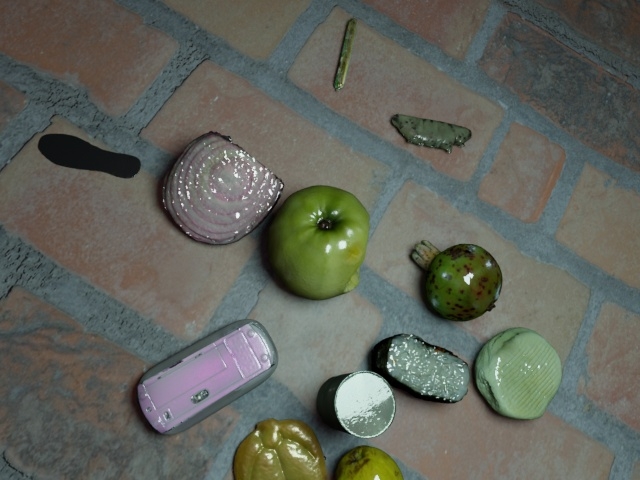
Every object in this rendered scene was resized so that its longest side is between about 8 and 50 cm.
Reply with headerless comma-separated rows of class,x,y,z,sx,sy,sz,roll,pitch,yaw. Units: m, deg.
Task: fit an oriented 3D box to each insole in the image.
insole,-0.578,-0.208,1.160,0.253,0.005,0.086,16,72,-5

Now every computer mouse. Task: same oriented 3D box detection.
computer mouse,-0.246,0.297,1.031,0.310,0.072,0.158,-29,82,-17

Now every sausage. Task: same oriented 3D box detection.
sausage,0.077,-0.551,1.365,0.032,0.033,0.269,14,72,-6

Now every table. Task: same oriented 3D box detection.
table,0.069,0.349,0.995,0.126,0.220,0.127,3,72,-8

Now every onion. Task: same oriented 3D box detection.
onion,-0.246,-0.117,1.147,0.250,0.111,0.247,38,93,-8

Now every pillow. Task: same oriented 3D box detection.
pillow,0.318,-0.301,1.323,0.241,0.051,0.093,11,67,-8

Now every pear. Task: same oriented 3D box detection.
pear,0.106,0.527,0.988,0.148,0.149,0.162,-23,83,-16

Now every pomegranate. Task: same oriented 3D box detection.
pomegranate,0.327,0.086,1.144,0.202,0.202,0.248,-38,56,-18

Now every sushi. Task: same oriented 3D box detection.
sushi,0.229,0.302,1.086,0.224,0.127,0.124,23,70,-11

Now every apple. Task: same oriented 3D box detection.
apple,0.000,0.000,1.081,0.278,0.279,0.279,3,73,-9

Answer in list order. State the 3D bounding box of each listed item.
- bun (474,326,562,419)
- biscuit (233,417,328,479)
bun,0.474,0.324,1.136,0.221,0.108,0.221,3,78,-16
biscuit,-0.077,0.520,1.011,0.202,0.041,0.260,-17,75,-15
